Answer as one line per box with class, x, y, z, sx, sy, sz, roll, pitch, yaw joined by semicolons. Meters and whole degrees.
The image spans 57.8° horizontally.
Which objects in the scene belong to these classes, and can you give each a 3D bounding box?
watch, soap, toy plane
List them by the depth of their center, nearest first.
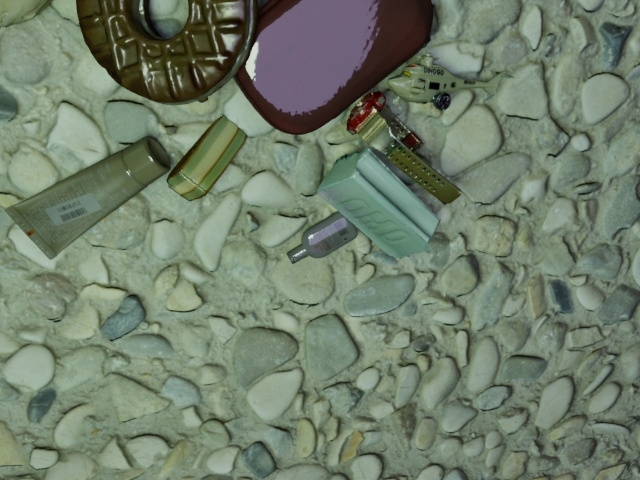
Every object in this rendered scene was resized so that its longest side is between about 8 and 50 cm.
toy plane;0.265;-0.327;1.199;0.287;0.092;0.108;-1;112;-23
watch;0.174;-0.194;1.205;0.268;0.164;0.102;35;117;-23
soap;0.129;-0.071;1.254;0.261;0.150;0.094;40;67;-22

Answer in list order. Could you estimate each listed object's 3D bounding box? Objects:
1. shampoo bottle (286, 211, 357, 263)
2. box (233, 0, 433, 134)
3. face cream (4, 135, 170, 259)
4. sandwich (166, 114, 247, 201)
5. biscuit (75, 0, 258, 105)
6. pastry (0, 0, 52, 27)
shampoo bottle;0.000;0.000;1.324;0.165;0.040;0.080;-31;116;3
box;0.021;-0.392;1.123;0.404;0.108;0.263;-37;115;6
face cream;-0.466;-0.091;1.177;0.341;0.084;0.137;-29;113;11
sandwich;-0.242;-0.171;1.215;0.079;0.113;0.163;39;66;-22
biscuit;-0.269;-0.408;1.014;0.332;0.103;0.331;3;107;9
pastry;-0.554;-0.491;0.955;0.265;0.133;0.264;-3;116;-7
